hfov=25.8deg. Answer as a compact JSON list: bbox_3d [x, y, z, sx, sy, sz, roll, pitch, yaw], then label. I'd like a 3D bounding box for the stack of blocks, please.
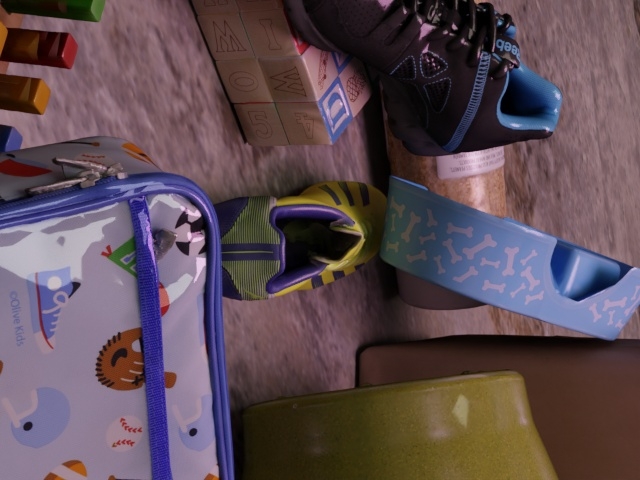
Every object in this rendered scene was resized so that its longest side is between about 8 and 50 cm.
[{"bbox_3d":[-0.034,-0.246,1.141,0.171,0.087,0.297,-54,135,-42],"label":"stack of blocks"}]

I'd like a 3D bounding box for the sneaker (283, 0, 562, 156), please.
[{"bbox_3d":[0.085,-0.180,1.121,0.341,0.139,0.125,39,61,-52],"label":"sneaker"}]

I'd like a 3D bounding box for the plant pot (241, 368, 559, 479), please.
[{"bbox_3d":[0.073,0.292,1.140,0.366,0.366,0.353,5,75,-59],"label":"plant pot"}]

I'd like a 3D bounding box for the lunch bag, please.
[{"bbox_3d":[-0.159,0.091,0.788,0.243,0.115,0.303,-13,116,-28],"label":"lunch bag"}]

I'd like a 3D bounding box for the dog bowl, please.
[{"bbox_3d":[0.173,0.021,1.249,0.297,0.166,0.074,16,96,-41],"label":"dog bowl"}]

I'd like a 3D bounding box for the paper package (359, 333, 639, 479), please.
[{"bbox_3d":[0.212,0.247,1.338,0.168,0.324,0.310,0,91,-59],"label":"paper package"}]

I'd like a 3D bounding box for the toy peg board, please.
[{"bbox_3d":[-0.200,-0.127,0.839,0.161,0.079,0.161,62,38,-67],"label":"toy peg board"}]

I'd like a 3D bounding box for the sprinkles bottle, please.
[{"bbox_3d":[0.119,-0.115,1.366,0.121,0.121,0.356,-26,113,-55],"label":"sprinkles bottle"}]

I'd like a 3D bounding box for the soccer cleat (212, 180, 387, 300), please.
[{"bbox_3d":[0.000,0.001,1.175,0.289,0.121,0.093,-11,100,-58],"label":"soccer cleat"}]
